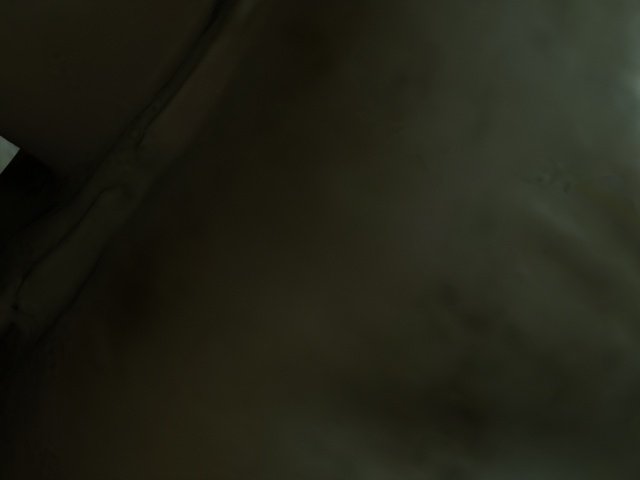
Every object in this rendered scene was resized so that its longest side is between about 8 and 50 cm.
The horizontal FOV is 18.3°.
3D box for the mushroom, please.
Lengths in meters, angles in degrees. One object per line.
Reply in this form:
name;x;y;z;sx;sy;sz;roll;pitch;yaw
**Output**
mushroom;-0.031;-0.046;0.560;0.336;0.314;0.314;36;20;-9
